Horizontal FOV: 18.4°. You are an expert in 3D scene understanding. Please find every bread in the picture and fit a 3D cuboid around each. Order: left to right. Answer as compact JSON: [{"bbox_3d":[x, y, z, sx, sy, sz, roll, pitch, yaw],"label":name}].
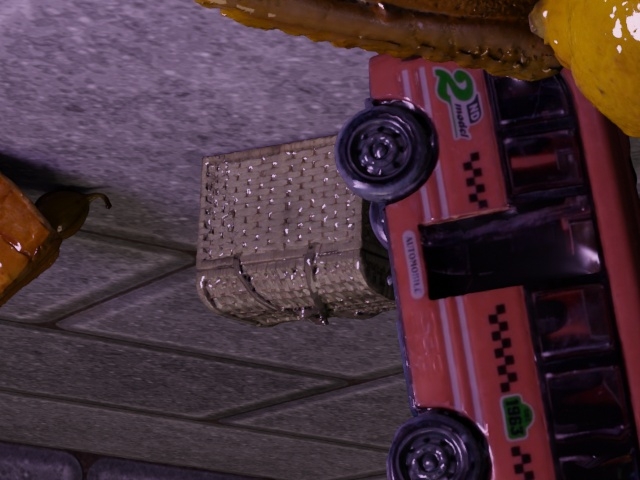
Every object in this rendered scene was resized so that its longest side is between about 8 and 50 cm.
[{"bbox_3d":[-0.343,0.006,1.891,0.149,0.143,0.158,47,164,-7],"label":"bread"}]

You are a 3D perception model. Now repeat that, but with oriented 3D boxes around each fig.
[{"bbox_3d":[-0.246,-0.030,1.965,0.083,0.050,0.050,-18,158,19],"label":"fig"}]

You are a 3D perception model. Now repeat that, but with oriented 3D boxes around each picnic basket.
[{"bbox_3d":[0.000,0.000,1.805,0.196,0.154,0.134,-7,161,36],"label":"picnic basket"}]

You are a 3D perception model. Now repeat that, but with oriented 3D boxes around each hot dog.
[{"bbox_3d":[0.040,-0.166,1.334,0.289,0.083,0.068,11,-177,-24],"label":"hot dog"}]

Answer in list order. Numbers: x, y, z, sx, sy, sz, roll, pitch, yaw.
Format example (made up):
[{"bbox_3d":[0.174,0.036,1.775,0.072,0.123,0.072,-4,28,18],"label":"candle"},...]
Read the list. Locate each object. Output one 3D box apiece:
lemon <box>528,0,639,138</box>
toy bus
[{"bbox_3d":[0.249,-0.139,1.163,0.256,0.188,0.188,-8,162,18],"label":"lemon"},{"bbox_3d":[0.156,0.060,1.497,0.233,0.427,0.203,-10,163,8],"label":"toy bus"}]
